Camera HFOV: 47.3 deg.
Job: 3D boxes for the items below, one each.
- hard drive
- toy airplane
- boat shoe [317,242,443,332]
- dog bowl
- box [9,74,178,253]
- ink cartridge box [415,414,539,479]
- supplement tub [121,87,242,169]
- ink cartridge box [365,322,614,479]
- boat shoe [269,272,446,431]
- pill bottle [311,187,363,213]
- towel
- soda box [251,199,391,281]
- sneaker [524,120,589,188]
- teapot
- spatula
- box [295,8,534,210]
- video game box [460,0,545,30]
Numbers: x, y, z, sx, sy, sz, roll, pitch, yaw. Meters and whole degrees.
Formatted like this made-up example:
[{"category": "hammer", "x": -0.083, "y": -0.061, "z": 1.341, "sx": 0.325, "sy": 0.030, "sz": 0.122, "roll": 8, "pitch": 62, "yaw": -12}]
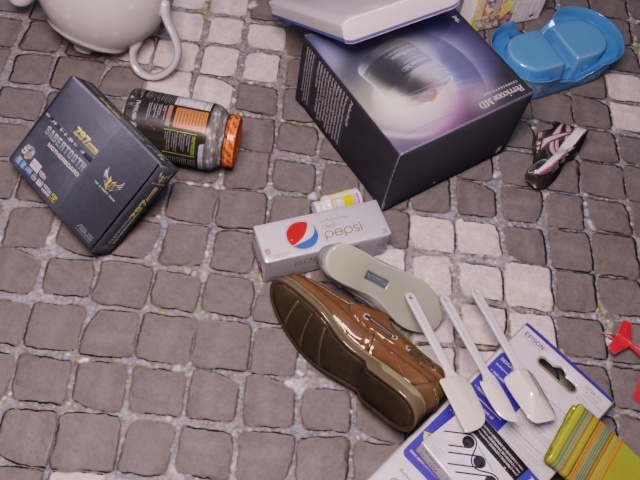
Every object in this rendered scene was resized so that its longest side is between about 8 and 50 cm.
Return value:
[{"category": "hard drive", "x": 0.064, "y": -0.414, "z": 1.270, "sx": 0.210, "sy": 0.040, "sz": 0.319, "roll": -23, "pitch": 31, "yaw": -15}, {"category": "toy airplane", "x": 0.529, "y": 0.187, "z": 1.189, "sx": 0.151, "sy": 0.028, "sz": 0.151, "roll": 3, "pitch": 60, "yaw": -6}, {"category": "boat shoe", "x": 0.093, "y": 0.069, "z": 1.155, "sx": 0.228, "sy": 0.081, "sz": 0.079, "roll": 32, "pitch": 87, "yaw": -18}, {"category": "dog bowl", "x": 0.472, "y": -0.378, "z": 1.490, "sx": 0.298, "sy": 0.074, "sz": 0.165, "roll": -19, "pitch": 64, "yaw": -19}, {"category": "box", "x": -0.366, "y": -0.121, "z": 1.167, "sx": 0.233, "sy": 0.059, "sz": 0.183, "roll": 45, "pitch": 100, "yaw": 16}, {"category": "ink cartridge box", "x": 0.233, "y": 0.330, "z": 0.978, "sx": 0.097, "sy": 0.046, "sz": 0.207, "roll": -32, "pitch": 68, "yaw": -23}, {"category": "supplement tub", "x": -0.235, "y": -0.186, "z": 1.246, "sx": 0.191, "sy": 0.117, "sz": 0.116, "roll": 12, "pitch": 59, "yaw": -2}, {"category": "ink cartridge box", "x": 0.247, "y": 0.297, "z": 1.061, "sx": 0.371, "sy": 0.069, "sz": 0.176, "roll": -38, "pitch": 71, "yaw": -23}, {"category": "boat shoe", "x": 0.055, "y": 0.152, "z": 1.100, "sx": 0.307, "sy": 0.110, "sz": 0.104, "roll": 43, "pitch": 49, "yaw": 20}, {"category": "pill bottle", "x": 0.028, "y": -0.061, "z": 1.253, "sx": 0.083, "sy": 0.043, "sz": 0.043, "roll": -15, "pitch": 63, "yaw": -16}, {"category": "towel", "x": 0.425, "y": 0.348, "z": 1.044, "sx": 0.237, "sy": 0.021, "sz": 0.102, "roll": 43, "pitch": 69, "yaw": -5}, {"category": "soda box", "x": 0.000, "y": 0.000, "z": 1.198, "sx": 0.216, "sy": 0.069, "sz": 0.073, "roll": -13, "pitch": 62, "yaw": -16}, {"category": "sneaker", "x": 0.424, "y": -0.163, "z": 1.369, "sx": 0.077, "sy": 0.071, "sz": 0.178, "roll": 33, "pitch": 52, "yaw": 25}, {"category": "teapot", "x": -0.402, "y": -0.424, "z": 1.331, "sx": 0.253, "sy": 0.187, "sz": 0.256, "roll": 3, "pitch": 37, "yaw": -38}, {"category": "spatula", "x": 0.229, "y": 0.167, "z": 1.076, "sx": 0.168, "sy": 0.019, "sz": 0.242, "roll": -4, "pitch": 47, "yaw": -23}, {"category": "box", "x": 0.161, "y": -0.261, "z": 1.313, "sx": 0.296, "sy": 0.182, "sz": 0.294, "roll": -27, "pitch": 68, "yaw": -21}, {"category": "video game box", "x": 0.393, "y": -0.530, "z": 1.493, "sx": 0.187, "sy": 0.205, "sz": 0.048, "roll": -18, "pitch": 60, "yaw": -19}]
